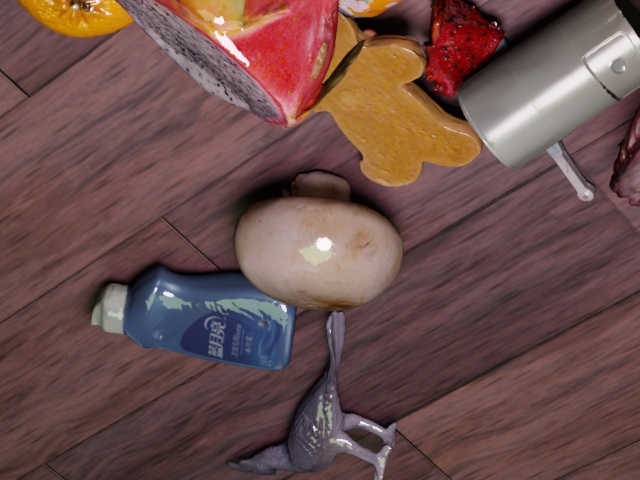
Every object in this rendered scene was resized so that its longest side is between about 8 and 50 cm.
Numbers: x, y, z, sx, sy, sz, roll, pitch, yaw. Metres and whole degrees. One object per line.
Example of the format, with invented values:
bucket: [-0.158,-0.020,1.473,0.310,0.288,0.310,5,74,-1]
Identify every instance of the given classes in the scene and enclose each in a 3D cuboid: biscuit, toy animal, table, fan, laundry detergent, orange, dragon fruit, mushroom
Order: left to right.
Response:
orange: [-0.275,-0.325,1.801,0.193,0.161,0.193,2,125,3]
laundry detergent: [-0.179,0.105,2.188,0.290,0.094,0.143,5,133,1]
dragon fruit: [-0.089,-0.272,1.690,0.290,0.290,0.189,42,79,-25]
mushroom: [0.000,0.000,2.048,0.226,0.178,0.226,14,162,5]
toy animal: [0.019,0.278,2.315,0.206,0.081,0.367,29,127,-4]
biscuit: [0.054,-0.198,1.915,0.216,0.047,0.340,-18,130,43]
dragon fruit: [0.153,-0.225,1.896,0.097,0.063,0.131,31,133,2]
fan: [0.271,-0.149,1.987,0.057,0.023,0.282,-25,122,22]
table: [0.287,-0.195,1.864,0.220,0.126,0.126,-35,119,21]

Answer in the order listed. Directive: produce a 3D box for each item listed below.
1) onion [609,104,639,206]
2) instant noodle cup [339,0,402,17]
onion: [0.473,-0.142,1.895,0.314,0.146,0.280,3,156,-35]
instant noodle cup: [0.060,-0.333,1.772,0.208,0.177,0.125,20,146,-33]
